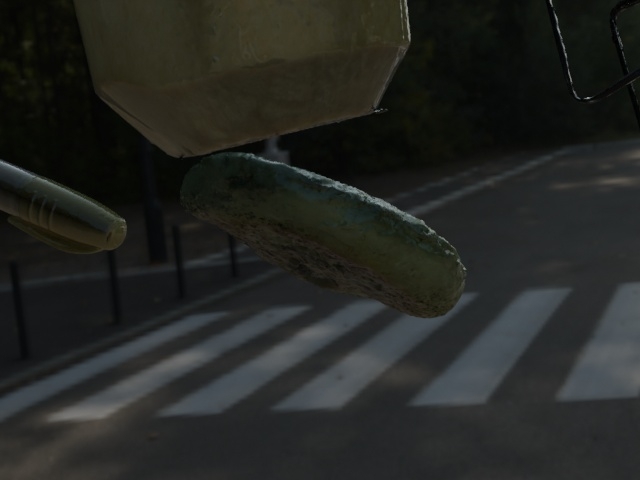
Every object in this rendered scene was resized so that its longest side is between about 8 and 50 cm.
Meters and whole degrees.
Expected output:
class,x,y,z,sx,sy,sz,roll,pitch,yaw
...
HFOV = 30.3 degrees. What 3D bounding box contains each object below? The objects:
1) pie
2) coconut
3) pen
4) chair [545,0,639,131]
class,x,y,z,sx,sy,sz,roll,pitch,yaw
pie,0.000,0.000,0.708,0.187,0.041,0.187,22,-11,4
coconut,-0.071,-0.233,1.029,0.323,0.323,0.323,-6,4,0
pen,-0.225,-0.039,0.779,0.233,0.040,0.032,21,24,22
chair,0.291,-0.179,0.844,0.221,0.145,0.140,-24,-27,30
